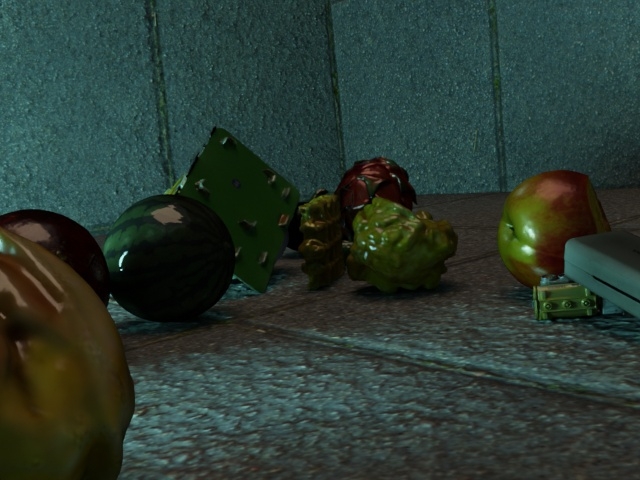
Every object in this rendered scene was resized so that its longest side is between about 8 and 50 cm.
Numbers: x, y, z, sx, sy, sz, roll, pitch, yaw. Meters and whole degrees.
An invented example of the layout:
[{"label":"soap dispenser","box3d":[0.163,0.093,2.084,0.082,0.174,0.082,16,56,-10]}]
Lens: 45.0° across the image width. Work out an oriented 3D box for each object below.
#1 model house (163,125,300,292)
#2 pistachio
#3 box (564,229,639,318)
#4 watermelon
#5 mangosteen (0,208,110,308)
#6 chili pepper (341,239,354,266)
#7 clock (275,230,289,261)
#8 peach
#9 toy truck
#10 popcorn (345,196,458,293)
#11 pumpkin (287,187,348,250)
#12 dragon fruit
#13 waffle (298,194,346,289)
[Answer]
[{"label":"model house","box3d":[-0.243,0.011,1.554,0.312,0.242,0.358,-41,22,35]},{"label":"pistachio","box3d":[-0.278,0.103,0.571,0.308,0.230,0.229,21,21,36]},{"label":"box","box3d":[0.385,0.053,0.867,0.103,0.055,0.243,-8,21,-19]},{"label":"watermelon","box3d":[-0.238,0.028,1.224,0.212,0.212,0.212,-6,7,1]},{"label":"mangosteen","box3d":[-0.381,0.075,1.048,0.215,0.215,0.257,-5,-21,6]},{"label":"chili pepper","box3d":[0.130,0.023,1.598,0.226,0.059,0.088,-2,3,18]},{"label":"clock","box3d":[-0.134,0.020,1.656,0.198,0.064,0.172,2,44,50]},{"label":"peach","box3d":[0.361,-0.010,1.137,0.192,0.190,0.190,-3,6,-9]},{"label":"toy truck","box3d":[0.334,0.073,0.994,0.123,0.052,0.063,-6,11,12]},{"label":"popcorn","box3d":[0.132,0.015,1.290,0.197,0.156,0.197,11,-5,1]},{"label":"pumpkin","box3d":[-0.019,-0.034,1.869,0.194,0.150,0.194,-25,-4,-2]},{"label":"dragon fruit","box3d":[0.120,-0.068,1.730,0.192,0.274,0.192,14,-30,5]},{"label":"waffle","box3d":[0.000,0.000,1.439,0.055,0.161,0.211,-4,6,13]}]
